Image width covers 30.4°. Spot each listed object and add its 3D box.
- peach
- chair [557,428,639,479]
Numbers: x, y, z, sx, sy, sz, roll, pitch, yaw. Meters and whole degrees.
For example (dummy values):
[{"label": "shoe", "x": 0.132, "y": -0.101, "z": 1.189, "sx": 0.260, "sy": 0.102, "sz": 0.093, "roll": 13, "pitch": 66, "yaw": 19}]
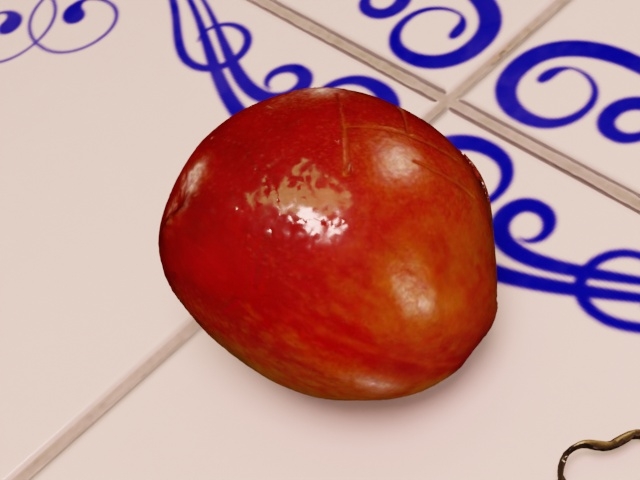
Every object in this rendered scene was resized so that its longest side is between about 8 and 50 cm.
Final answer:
[{"label": "peach", "x": 0.000, "y": 0.000, "z": 0.679, "sx": 0.197, "sy": 0.197, "sz": 0.197, "roll": -8, "pitch": 50, "yaw": 9}, {"label": "chair", "x": 0.288, "y": 0.109, "z": 0.548, "sx": 0.326, "sy": 0.170, "sz": 0.159, "roll": -7, "pitch": 52, "yaw": 2}]
